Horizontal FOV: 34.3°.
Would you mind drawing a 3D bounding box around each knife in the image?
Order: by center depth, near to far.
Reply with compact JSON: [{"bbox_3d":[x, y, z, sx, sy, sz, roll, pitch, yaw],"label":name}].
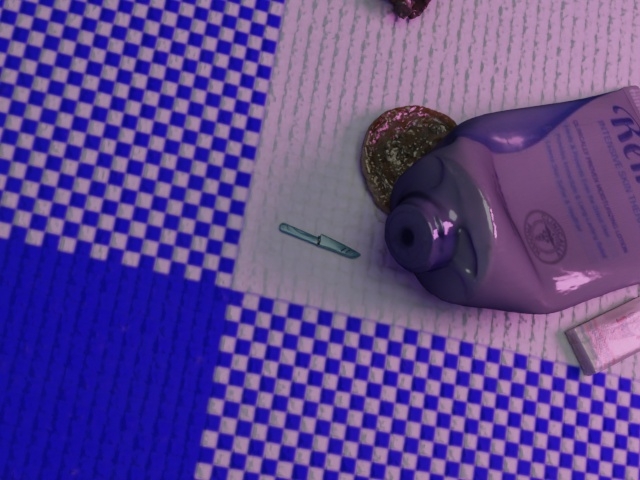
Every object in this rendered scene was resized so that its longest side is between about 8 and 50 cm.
[{"bbox_3d":[0.000,0.000,1.073,0.091,0.005,0.014,22,72,-10],"label":"knife"}]

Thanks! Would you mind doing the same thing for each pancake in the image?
[{"bbox_3d":[0.107,-0.081,1.116,0.139,0.022,0.140,5,76,-19],"label":"pancake"}]

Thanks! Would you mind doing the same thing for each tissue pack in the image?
[{"bbox_3d":[0.324,0.102,1.128,0.108,0.023,0.056,-23,82,-21],"label":"tissue pack"}]

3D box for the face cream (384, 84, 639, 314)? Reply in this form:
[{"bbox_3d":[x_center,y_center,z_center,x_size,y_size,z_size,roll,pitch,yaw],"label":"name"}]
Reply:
[{"bbox_3d":[0.245,-0.038,1.100,0.420,0.137,0.235,-12,77,-34],"label":"face cream"}]

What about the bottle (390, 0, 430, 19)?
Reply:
[{"bbox_3d":[0.109,-0.324,1.150,0.099,0.099,0.152,28,73,-7],"label":"bottle"}]
